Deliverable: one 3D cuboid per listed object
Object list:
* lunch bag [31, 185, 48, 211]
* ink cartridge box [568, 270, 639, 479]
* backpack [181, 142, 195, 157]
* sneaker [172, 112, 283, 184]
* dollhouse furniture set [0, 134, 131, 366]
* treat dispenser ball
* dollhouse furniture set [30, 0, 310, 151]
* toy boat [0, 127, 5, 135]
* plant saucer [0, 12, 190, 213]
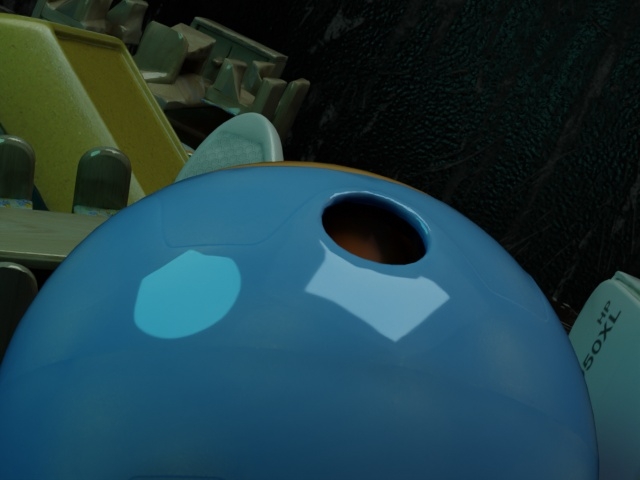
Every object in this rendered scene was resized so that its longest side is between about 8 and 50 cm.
[{"bbox_3d":[-0.281,-0.055,1.418,0.151,0.096,0.129,39,9,7],"label":"lunch bag"},{"bbox_3d":[0.291,0.235,0.736,0.395,0.285,0.166,24,10,-9],"label":"ink cartridge box"},{"bbox_3d":[-0.242,-0.099,1.686,0.182,0.115,0.152,29,6,-7],"label":"backpack"},{"bbox_3d":[-0.050,0.058,0.964,0.105,0.295,0.147,-7,-23,31],"label":"sneaker"},{"bbox_3d":[-0.232,-0.025,0.877,0.242,0.161,0.212,5,26,-15],"label":"dollhouse furniture set"},{"bbox_3d":[-0.014,0.105,0.603,0.288,0.288,0.288,26,9,-4],"label":"treat dispenser ball"},{"bbox_3d":[-0.223,-0.199,1.908,0.362,0.256,0.394,27,13,10],"label":"dollhouse furniture set"},{"bbox_3d":[-0.419,-0.202,1.648,0.231,0.151,0.151,32,11,32],"label":"toy boat"},{"bbox_3d":[-0.223,-0.104,1.346,0.332,0.081,0.333,61,11,0],"label":"plant saucer"}]
